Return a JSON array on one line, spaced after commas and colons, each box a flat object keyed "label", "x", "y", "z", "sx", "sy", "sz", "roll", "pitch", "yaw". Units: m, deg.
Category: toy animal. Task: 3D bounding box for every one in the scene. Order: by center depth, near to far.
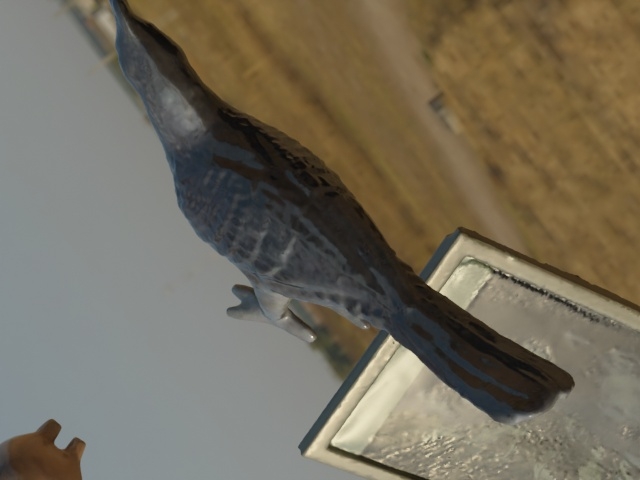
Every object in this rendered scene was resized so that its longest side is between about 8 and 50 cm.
[{"label": "toy animal", "x": -0.013, "y": 0.004, "z": 0.950, "sx": 0.367, "sy": 0.081, "sz": 0.206, "roll": 45, "pitch": 160, "yaw": 16}, {"label": "toy animal", "x": -0.212, "y": 0.181, "z": 1.036, "sx": 0.083, "sy": 0.150, "sz": 0.089, "roll": 27, "pitch": 159, "yaw": 44}]

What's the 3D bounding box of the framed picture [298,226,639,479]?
[{"label": "framed picture", "x": 0.153, "y": 0.116, "z": 1.100, "sx": 0.281, "sy": 0.209, "sz": 0.019, "roll": 21, "pitch": -152, "yaw": -22}]
